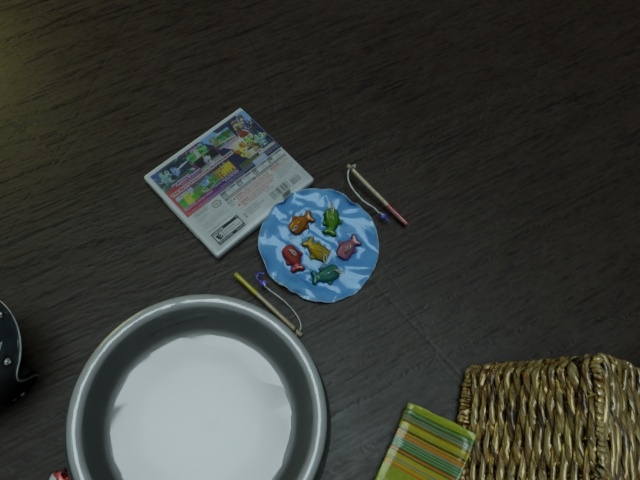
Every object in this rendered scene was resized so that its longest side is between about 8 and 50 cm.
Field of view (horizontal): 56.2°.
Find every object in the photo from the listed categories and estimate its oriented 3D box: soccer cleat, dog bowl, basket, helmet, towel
[{"bbox_3d":[-0.313,0.326,0.764,0.083,0.029,0.035,32,84,8],"label":"soccer cleat"},{"bbox_3d":[-0.150,0.227,0.757,0.349,0.102,0.348,4,67,-9],"label":"dog bowl"},{"bbox_3d":[0.322,0.314,0.774,0.213,0.223,0.299,23,62,-30],"label":"basket"},{"bbox_3d":[-0.453,0.151,0.755,0.169,0.161,0.169,1,67,-3],"label":"helmet"},{"bbox_3d":[0.109,0.334,0.767,0.102,0.021,0.237,17,66,31],"label":"towel"}]

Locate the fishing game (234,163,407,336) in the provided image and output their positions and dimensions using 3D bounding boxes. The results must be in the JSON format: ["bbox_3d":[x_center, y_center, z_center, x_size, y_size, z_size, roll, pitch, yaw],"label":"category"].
[{"bbox_3d":[0.000,0.000,0.909,0.264,0.041,0.189,-41,82,-16],"label":"fishing game"}]

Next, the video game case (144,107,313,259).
[{"bbox_3d":[-0.145,-0.096,0.957,0.201,0.023,0.183,-40,75,-17],"label":"video game case"}]
